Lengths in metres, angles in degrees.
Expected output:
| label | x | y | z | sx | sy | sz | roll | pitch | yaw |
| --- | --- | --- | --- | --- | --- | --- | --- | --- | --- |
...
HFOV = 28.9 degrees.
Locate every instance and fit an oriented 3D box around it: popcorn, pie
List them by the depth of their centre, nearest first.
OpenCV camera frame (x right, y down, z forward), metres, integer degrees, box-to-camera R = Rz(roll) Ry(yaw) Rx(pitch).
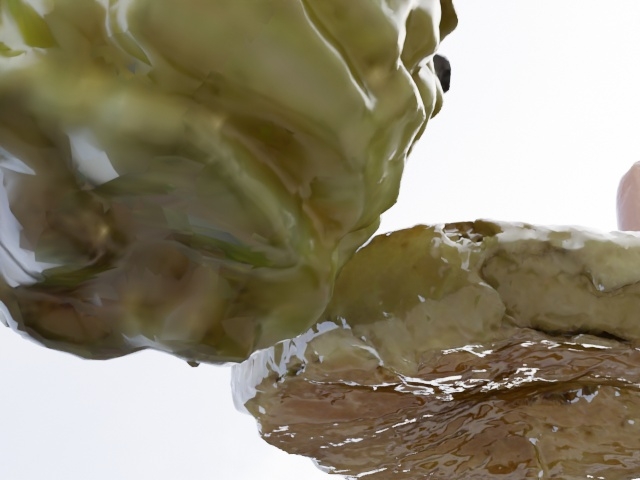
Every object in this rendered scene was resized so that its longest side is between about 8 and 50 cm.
| label | x | y | z | sx | sy | sz | roll | pitch | yaw |
| --- | --- | --- | --- | --- | --- | --- | --- | --- | --- |
| popcorn | -0.078 | -0.067 | 0.542 | 0.293 | 0.237 | 0.293 | 9 | -33 | 6 |
| pie | 0.108 | 0.079 | 0.697 | 0.339 | 0.083 | 0.339 | 3 | -23 | 1 |

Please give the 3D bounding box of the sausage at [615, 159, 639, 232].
| label | x | y | z | sx | sy | sz | roll | pitch | yaw |
| --- | --- | --- | --- | --- | --- | --- | --- | --- | --- |
| sausage | 0.342 | 0.028 | 1.210 | 0.098 | 0.238 | 0.098 | -1 | -36 | 0 |
